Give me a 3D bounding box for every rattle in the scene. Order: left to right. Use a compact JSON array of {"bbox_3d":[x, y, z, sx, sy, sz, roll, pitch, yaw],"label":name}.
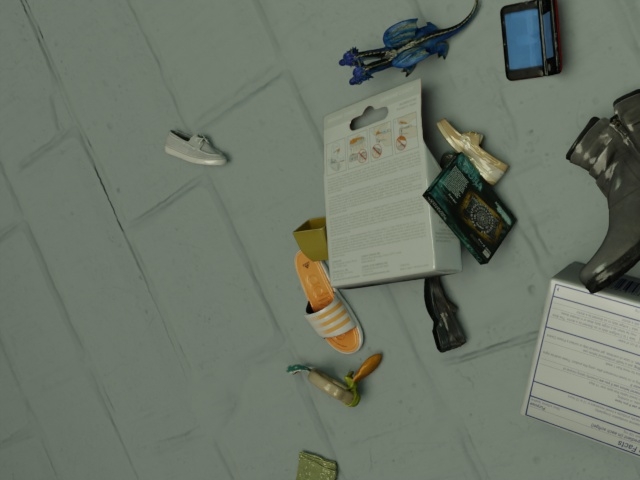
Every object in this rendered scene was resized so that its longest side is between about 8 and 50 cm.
[{"bbox_3d":[0.024,0.286,1.893,0.199,0.130,0.143,29,105,52],"label":"rattle"}]

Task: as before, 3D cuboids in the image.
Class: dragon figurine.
[{"bbox_3d":[0.177,-0.382,1.611,0.289,0.144,0.085,-20,90,32],"label":"dragon figurine"}]

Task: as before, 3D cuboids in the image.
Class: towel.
[{"bbox_3d":[-0.012,0.593,2.002,0.110,0.027,0.148,15,106,27],"label":"towel"}]

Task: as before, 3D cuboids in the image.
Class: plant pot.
[{"bbox_3d":[0.000,0.000,1.841,0.081,0.081,0.083,-7,110,32],"label":"plant pot"}]

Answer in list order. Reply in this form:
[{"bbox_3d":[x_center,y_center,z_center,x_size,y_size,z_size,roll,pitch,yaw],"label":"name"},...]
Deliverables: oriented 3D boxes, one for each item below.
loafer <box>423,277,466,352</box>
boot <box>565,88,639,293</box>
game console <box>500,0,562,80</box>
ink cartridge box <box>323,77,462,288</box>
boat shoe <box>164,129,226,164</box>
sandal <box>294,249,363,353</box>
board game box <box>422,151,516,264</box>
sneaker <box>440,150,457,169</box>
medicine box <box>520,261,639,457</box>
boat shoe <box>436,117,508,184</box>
[{"bbox_3d":[0.260,0.148,1.736,0.061,0.062,0.170,-12,87,-6],"label":"loafer"},{"bbox_3d":[0.515,-0.086,1.447,0.222,0.118,0.338,42,83,17],"label":"boot"},{"bbox_3d":[0.389,-0.374,1.525,0.085,0.124,0.144,-7,98,5],"label":"game console"},{"bbox_3d":[0.137,-0.104,1.704,0.308,0.091,0.385,-13,77,49],"label":"ink cartridge box"},{"bbox_3d":[-0.300,-0.226,1.983,0.184,0.066,0.063,22,112,36],"label":"boat shoe"},{"bbox_3d":[-0.002,0.146,1.871,0.102,0.076,0.265,-32,83,32],"label":"sandal"},{"bbox_3d":[0.291,-0.062,1.588,0.186,0.126,0.026,49,151,-15],"label":"board game box"},{"bbox_3d":[0.267,-0.097,1.659,0.065,0.076,0.167,-5,98,31],"label":"sneaker"},{"bbox_3d":[0.541,0.220,1.520,0.263,0.149,0.289,17,109,27],"label":"medicine box"},{"bbox_3d":[0.303,-0.187,1.631,0.170,0.063,0.059,46,106,6],"label":"boat shoe"}]
